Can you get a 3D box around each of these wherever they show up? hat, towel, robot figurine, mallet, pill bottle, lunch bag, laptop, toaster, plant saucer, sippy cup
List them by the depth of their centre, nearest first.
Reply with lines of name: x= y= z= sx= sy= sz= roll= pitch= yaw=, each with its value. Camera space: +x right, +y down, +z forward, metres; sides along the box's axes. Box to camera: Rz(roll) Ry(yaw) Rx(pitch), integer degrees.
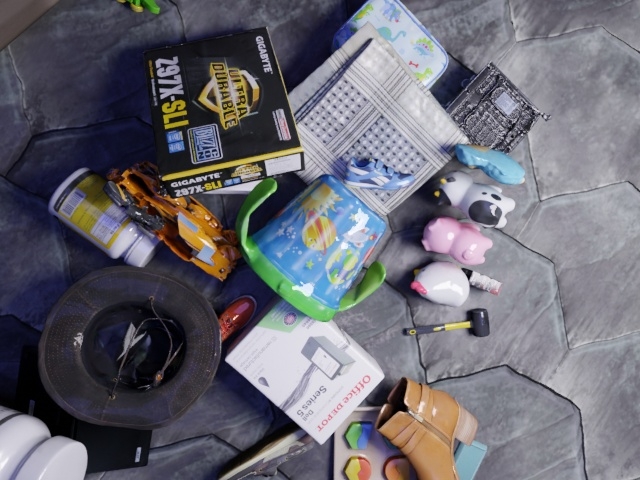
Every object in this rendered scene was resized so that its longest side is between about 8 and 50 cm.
pill bottle: x=-0.650 y=0.412 z=0.985 sx=0.362 sy=0.210 sz=0.210 roll=14 pitch=93 yaw=9
sippy cup: x=0.000 y=0.000 z=1.029 sx=0.240 sy=0.305 sz=0.224 roll=42 pitch=96 yaw=21
robot figurine: x=-0.283 y=-0.051 z=1.033 sx=0.291 sy=0.211 sz=0.085 roll=41 pitch=99 yaw=-17
hat: x=-0.364 y=0.207 z=1.048 sx=0.331 sy=0.134 sz=0.332 roll=2 pitch=80 yaw=-11
pill bottle: x=-0.419 y=-0.039 z=1.058 sx=0.208 sy=0.119 sz=0.119 roll=38 pitch=90 yaw=-7
towel: x=0.084 y=-0.214 z=1.072 sx=0.312 sy=0.056 sz=0.324 roll=-41 pitch=98 yaw=21
lunch bag: x=0.145 y=-0.387 z=1.102 sx=0.219 sy=0.090 sz=0.176 roll=43 pitch=90 yaw=-7
toaster: x=0.351 y=-0.253 z=1.120 sx=0.185 sy=0.110 sz=0.168 roll=42 pitch=90 yaw=-6
laptop: x=-0.504 y=0.356 z=1.131 sx=0.264 sy=0.136 sz=0.234 roll=10 pitch=93 yaw=20
mallet: x=0.285 y=0.184 z=1.184 sx=0.189 sy=0.039 sz=0.062 roll=0 pitch=95 yaw=-1
plant saucer: x=0.319 y=0.551 z=1.219 sx=0.067 sy=0.018 sz=0.192 roll=25 pitch=92 yaw=-6

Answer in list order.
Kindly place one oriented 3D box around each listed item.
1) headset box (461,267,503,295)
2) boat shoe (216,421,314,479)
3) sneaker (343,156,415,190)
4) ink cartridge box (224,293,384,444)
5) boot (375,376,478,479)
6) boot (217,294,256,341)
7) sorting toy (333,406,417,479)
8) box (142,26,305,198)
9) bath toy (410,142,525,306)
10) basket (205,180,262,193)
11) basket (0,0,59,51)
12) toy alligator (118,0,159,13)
headset box: x=0.357 y=0.092 z=1.168 sx=0.083 sy=0.062 sz=0.032 roll=23 pitch=92 yaw=-7
boat shoe: x=-0.114 y=0.474 z=1.142 sx=0.223 sy=0.080 sz=0.073 roll=-31 pitch=91 yaw=-7
sneaker: x=0.117 y=-0.133 z=1.050 sx=0.144 sy=0.053 sz=0.059 roll=4 pitch=108 yaw=4
ink cartridge box: x=-0.032 y=0.254 z=1.116 sx=0.273 sy=0.115 sz=0.198 roll=43 pitch=89 yaw=-7
boot: x=0.207 y=0.450 z=1.118 sx=0.220 sy=0.109 sz=0.284 roll=34 pitch=75 yaw=-21
boot: x=-0.197 y=0.179 z=1.112 sx=0.158 sy=0.084 sz=0.059 roll=-43 pitch=95 yaw=-3
sorting toy: x=0.126 y=0.475 z=1.184 sx=0.192 sy=0.038 sz=0.208 roll=1 pitch=94 yaw=-6
box: x=-0.189 y=-0.251 z=1.009 sx=0.257 sy=0.079 sz=0.322 roll=-13 pitch=63 yaw=-4
bath toy: x=0.273 y=-0.019 z=1.082 sx=0.129 sy=0.151 sz=0.348 roll=1 pitch=120 yaw=-28
basket: x=-0.180 y=-0.148 z=1.077 sx=0.167 sy=0.113 sz=0.103 roll=-1 pitch=92 yaw=-5
basket: x=-0.612 y=-0.478 z=0.999 sx=0.226 sy=0.154 sz=0.204 roll=-35 pitch=98 yaw=-6
toy alligator: x=-0.401 y=-0.521 z=1.064 sx=0.189 sy=0.056 sz=0.051 roll=30 pitch=49 yaw=-5
